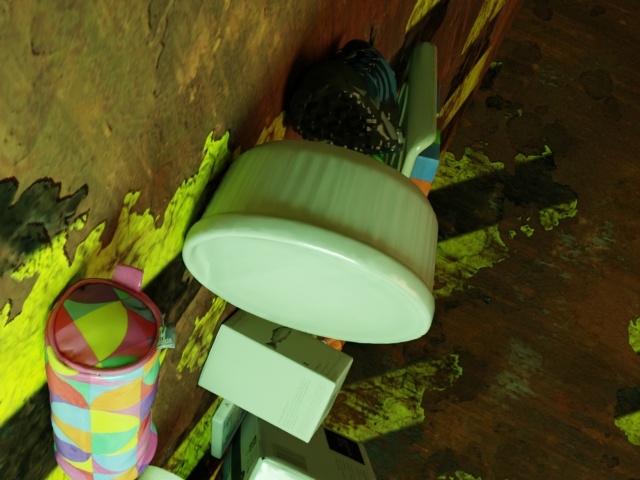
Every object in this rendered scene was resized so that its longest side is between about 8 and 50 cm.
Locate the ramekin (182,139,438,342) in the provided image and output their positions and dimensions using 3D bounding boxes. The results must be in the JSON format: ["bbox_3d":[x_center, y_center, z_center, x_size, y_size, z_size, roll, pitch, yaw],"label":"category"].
[{"bbox_3d":[0.000,0.000,1.212,0.273,0.273,0.127,95,11,-69],"label":"ramekin"}]

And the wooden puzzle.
[{"bbox_3d":[0.151,-0.131,2.038,0.322,0.081,0.347,-84,-169,-49],"label":"wooden puzzle"}]

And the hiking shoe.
[{"bbox_3d":[0.028,-0.189,1.421,0.304,0.113,0.132,26,60,-76],"label":"hiking shoe"}]

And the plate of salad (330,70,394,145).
[{"bbox_3d":[0.061,-0.154,1.664,0.200,0.048,0.200,-56,-166,22],"label":"plate of salad"}]

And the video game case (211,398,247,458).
[{"bbox_3d":[-0.136,0.269,1.988,0.183,0.023,0.201,-60,171,-27],"label":"video game case"}]

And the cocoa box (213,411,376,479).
[{"bbox_3d":[-0.053,0.448,1.919,0.228,0.231,0.347,-63,-172,6],"label":"cocoa box"}]

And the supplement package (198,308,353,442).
[{"bbox_3d":[-0.063,0.185,1.627,0.105,0.179,0.105,-67,172,21],"label":"supplement package"}]

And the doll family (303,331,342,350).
[{"bbox_3d":[-0.040,0.181,1.986,0.263,0.118,0.163,-34,143,-66],"label":"doll family"}]

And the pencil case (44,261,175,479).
[{"bbox_3d":[-0.183,0.125,0.985,0.104,0.104,0.236,-58,171,-37],"label":"pencil case"}]

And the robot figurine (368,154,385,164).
[{"bbox_3d":[0.069,-0.107,1.954,0.101,0.067,0.115,87,27,-49],"label":"robot figurine"}]

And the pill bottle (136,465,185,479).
[{"bbox_3d":[-0.233,0.392,1.402,0.221,0.124,0.124,-61,171,-25],"label":"pill bottle"}]
